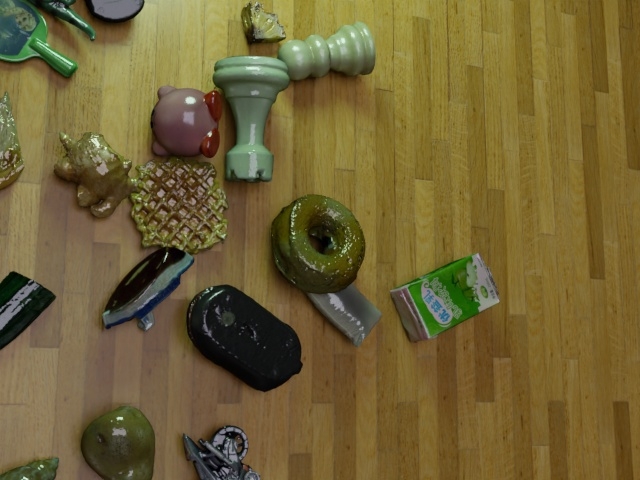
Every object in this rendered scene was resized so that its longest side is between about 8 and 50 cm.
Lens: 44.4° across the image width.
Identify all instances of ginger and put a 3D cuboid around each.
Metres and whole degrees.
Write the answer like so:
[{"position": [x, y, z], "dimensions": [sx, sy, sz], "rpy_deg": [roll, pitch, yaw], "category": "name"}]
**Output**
[{"position": [-0.529, -0.168, 1.824], "dimensions": [0.157, 0.102, 0.216], "rpy_deg": [-40, 102, -1], "category": "ginger"}]

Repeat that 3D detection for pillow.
[{"position": [0.051, 0.146, 2.042], "dimensions": [0.254, 0.078, 0.144], "rpy_deg": [48, 55, -9], "category": "pillow"}]

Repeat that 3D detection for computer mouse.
[{"position": [-0.529, -0.659, 1.918], "dimensions": [0.138, 0.086, 0.269], "rpy_deg": [-21, 98, -17], "category": "computer mouse"}, {"position": [-0.187, 0.234, 1.897], "dimensions": [0.323, 0.116, 0.183], "rpy_deg": [39, 66, -21], "category": "computer mouse"}]

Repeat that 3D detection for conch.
[{"position": [-0.637, 0.533, 1.652], "dimensions": [0.173, 0.106, 0.116], "rpy_deg": [-50, 126, -4], "category": "conch"}]

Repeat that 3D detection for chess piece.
[{"position": [-0.176, -0.297, 1.971], "dimensions": [0.195, 0.194, 0.299], "rpy_deg": [1, 89, -24], "category": "chess piece"}, {"position": [0.007, -0.496, 2.109], "dimensions": [0.251, 0.144, 0.144], "rpy_deg": [-15, 87, -21], "category": "chess piece"}]

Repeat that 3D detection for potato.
[{"position": [-0.433, 0.466, 1.728], "dimensions": [0.157, 0.157, 0.194], "rpy_deg": [-24, 93, -26], "category": "potato"}]

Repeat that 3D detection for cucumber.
[{"position": [-0.701, 0.178, 1.708], "dimensions": [0.115, 0.063, 0.244], "rpy_deg": [42, 69, -11], "category": "cucumber"}]

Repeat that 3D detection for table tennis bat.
[{"position": [-0.689, -0.471, 1.842], "dimensions": [0.257, 0.039, 0.160], "rpy_deg": [34, 71, -13], "category": "table tennis bat"}]

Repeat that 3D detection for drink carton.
[{"position": [0.344, 0.157, 2.153], "dimensions": [0.271, 0.108, 0.161], "rpy_deg": [-22, 88, -25], "category": "drink carton"}]

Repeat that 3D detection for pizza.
[{"position": [-0.752, -0.224, 1.770], "dimensions": [0.181, 0.034, 0.262], "rpy_deg": [15, 75, -20], "category": "pizza"}]

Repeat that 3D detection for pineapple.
[{"position": [-0.154, -0.564, 2.079], "dimensions": [0.137, 0.069, 0.116], "rpy_deg": [34, 68, -17], "category": "pineapple"}]

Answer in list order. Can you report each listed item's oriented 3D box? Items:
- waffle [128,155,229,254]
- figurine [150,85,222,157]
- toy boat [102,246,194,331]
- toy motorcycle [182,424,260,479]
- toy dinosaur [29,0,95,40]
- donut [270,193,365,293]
[{"position": [-0.344, -0.086, 1.920], "dimensions": [0.245, 0.052, 0.254], "rpy_deg": [-7, 83, -24], "category": "waffle"}, {"position": [-0.328, -0.287, 1.900], "dimensions": [0.173, 0.173, 0.173], "rpy_deg": [4, 79, -23], "category": "figurine"}, {"position": [-0.394, 0.121, 1.835], "dimensions": [0.262, 0.114, 0.115], "rpy_deg": [-50, 134, -18], "category": "toy boat"}, {"position": [-0.230, 0.588, 1.823], "dimensions": [0.173, 0.108, 0.307], "rpy_deg": [-9, 82, -20], "category": "toy motorcycle"}, {"position": [-0.634, -0.598, 1.867], "dimensions": [0.292, 0.079, 0.120], "rpy_deg": [35, 74, -12], "category": "toy dinosaur"}, {"position": [0.000, 0.000, 1.981], "dimensions": [0.272, 0.107, 0.272], "rpy_deg": [11, 56, -17], "category": "donut"}]
